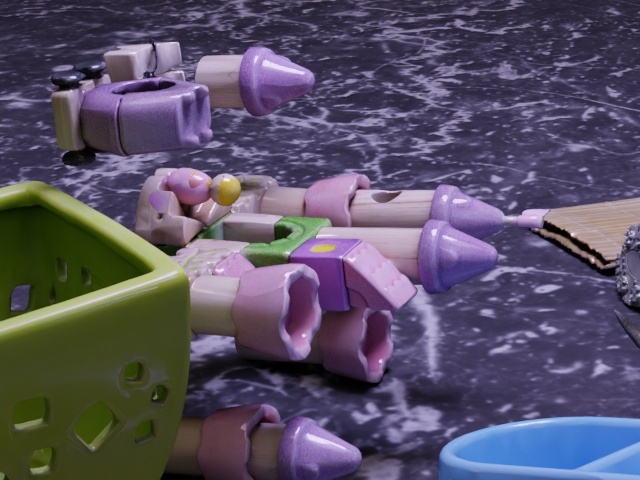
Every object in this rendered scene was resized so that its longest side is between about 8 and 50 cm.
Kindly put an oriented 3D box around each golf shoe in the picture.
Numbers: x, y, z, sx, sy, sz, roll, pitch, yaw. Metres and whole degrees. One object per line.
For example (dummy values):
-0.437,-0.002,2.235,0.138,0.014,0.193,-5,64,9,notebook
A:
0.317,0.040,1.677,0.086,0.069,0.176,14,17,-22,golf shoe

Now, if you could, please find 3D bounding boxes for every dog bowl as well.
0.195,0.161,1.194,0.297,0.074,0.166,-2,8,43,dog bowl

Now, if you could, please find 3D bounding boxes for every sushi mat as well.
0.374,-0.019,1.876,0.317,0.019,0.151,-7,20,-21,sushi mat

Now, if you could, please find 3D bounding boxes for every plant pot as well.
-0.219,0.108,1.233,0.227,0.207,0.228,-18,26,-27,plant pot

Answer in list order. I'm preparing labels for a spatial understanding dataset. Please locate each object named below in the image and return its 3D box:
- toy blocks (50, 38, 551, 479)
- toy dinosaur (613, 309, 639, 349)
0.000,0.000,1.395,0.260,0.308,0.288,2,19,24,toy blocks
0.311,0.098,1.302,0.160,0.121,0.313,-12,39,-44,toy dinosaur
